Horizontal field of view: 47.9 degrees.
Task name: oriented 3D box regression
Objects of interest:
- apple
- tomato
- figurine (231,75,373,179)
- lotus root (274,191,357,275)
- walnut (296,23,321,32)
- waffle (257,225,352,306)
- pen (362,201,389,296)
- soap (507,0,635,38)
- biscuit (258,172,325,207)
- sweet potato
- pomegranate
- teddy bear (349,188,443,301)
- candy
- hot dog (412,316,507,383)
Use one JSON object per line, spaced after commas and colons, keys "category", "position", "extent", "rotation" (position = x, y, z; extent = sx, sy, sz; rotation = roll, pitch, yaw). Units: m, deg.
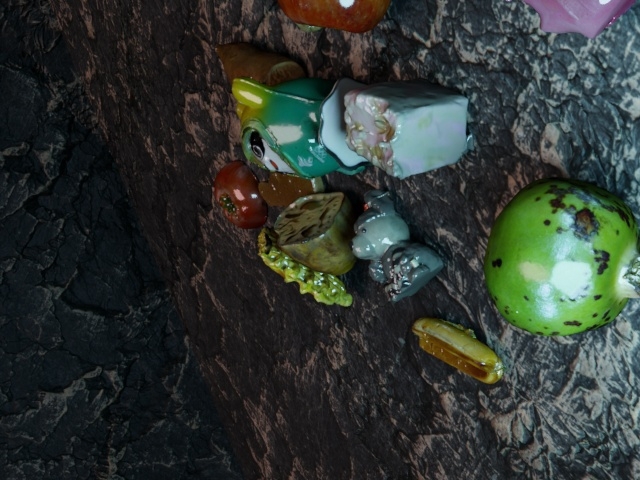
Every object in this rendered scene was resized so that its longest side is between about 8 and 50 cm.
{"category": "apple", "position": [0.028, -0.488, 1.300], "extent": [0.230, 0.230, 0.229], "rotation": [39, 142, 40]}
{"category": "tomato", "position": [-0.250, -0.127, 2.183], "extent": [0.225, 0.085, 0.224], "rotation": [35, 138, 39]}
{"category": "figurine", "position": [-0.033, -0.250, 1.576], "extent": [0.340, 0.231, 0.324], "rotation": [9, 155, 48]}
{"category": "lotus root", "position": [0.000, 0.001, 1.745], "extent": [0.199, 0.188, 0.180], "rotation": [-1, 135, 37]}
{"category": "walnut", "position": [-0.025, -0.489, 1.529], "extent": [0.092, 0.092, 0.092], "rotation": [39, 142, 40]}
{"category": "waffle", "position": [-0.056, 0.059, 1.841], "extent": [0.060, 0.307, 0.312], "rotation": [-54, 46, 8]}
{"category": "pen", "position": [0.141, 0.022, 1.690], "extent": [0.028, 0.028, 0.239], "rotation": [7, 117, 58]}
{"category": "soap", "position": [0.318, -0.431, 0.943], "extent": [0.324, 0.127, 0.220], "rotation": [61, 152, 6]}
{"category": "biscuit", "position": [-0.084, -0.151, 1.920], "extent": [0.320, 0.047, 0.183], "rotation": [-26, 86, 62]}
{"category": "sweet potato", "position": [-0.178, -0.421, 1.784], "extent": [0.337, 0.131, 0.131], "rotation": [32, 137, 45]}
{"category": "pomegranate", "position": [0.378, 0.028, 1.093], "extent": [0.271, 0.254, 0.254], "rotation": [9, 120, 44]}
{"category": "teddy bear", "position": [0.144, 0.027, 1.573], "extent": [0.251, 0.144, 0.171], "rotation": [50, 155, 31]}
{"category": "candy", "position": [0.161, -0.210, 1.321], "extent": [0.185, 0.195, 0.137], "rotation": [40, 138, 46]}
{"category": "hot dog", "position": [0.292, 0.224, 1.551], "extent": [0.250, 0.076, 0.104], "rotation": [26, 152, 55]}
